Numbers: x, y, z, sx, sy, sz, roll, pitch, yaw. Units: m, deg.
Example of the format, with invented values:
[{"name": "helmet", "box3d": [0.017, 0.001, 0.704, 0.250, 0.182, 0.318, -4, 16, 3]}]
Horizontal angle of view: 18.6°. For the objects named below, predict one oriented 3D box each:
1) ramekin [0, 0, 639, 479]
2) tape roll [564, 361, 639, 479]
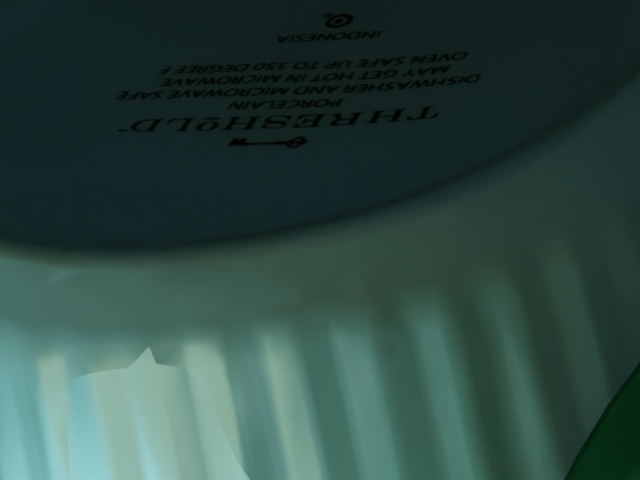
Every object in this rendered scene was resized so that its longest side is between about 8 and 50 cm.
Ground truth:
[{"name": "ramekin", "box3d": [0.000, 0.000, 0.521, 0.273, 0.273, 0.127, 13, 128, 38]}, {"name": "tape roll", "box3d": [0.187, 0.125, 0.355, 0.321, 0.077, 0.321, 6, 113, 14]}]
